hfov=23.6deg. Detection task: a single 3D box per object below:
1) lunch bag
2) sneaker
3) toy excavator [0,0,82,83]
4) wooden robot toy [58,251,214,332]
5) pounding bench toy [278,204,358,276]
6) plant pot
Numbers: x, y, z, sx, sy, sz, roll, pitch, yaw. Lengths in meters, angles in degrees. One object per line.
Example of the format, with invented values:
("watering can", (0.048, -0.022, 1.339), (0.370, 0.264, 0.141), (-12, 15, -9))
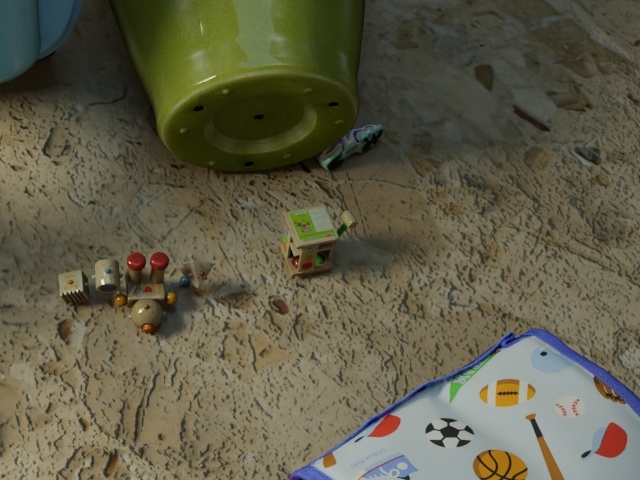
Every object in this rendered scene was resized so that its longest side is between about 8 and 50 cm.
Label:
("lunch bag", (0.199, 0.301, 1.472), (0.328, 0.239, 0.385), (-29, 69, -25))
("sneaker", (0.025, -0.135, 1.907), (0.098, 0.038, 0.069), (-29, 62, -28))
("toy excavator", (-0.449, -0.244, 1.678), (0.433, 0.222, 0.445), (-10, 27, -22))
("wooden robot toy", (-0.202, 0.063, 1.703), (0.173, 0.076, 0.079), (-2, 64, -10))
("pounding bench toy", (0.000, 0.000, 1.781), (0.083, 0.065, 0.052), (-11, 54, -17))
("plant pot", (-0.094, -0.287, 1.840), (0.366, 0.366, 0.353), (-4, 64, -12))
